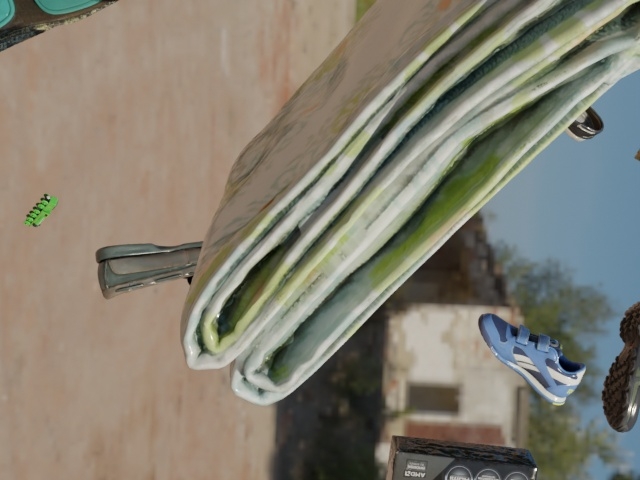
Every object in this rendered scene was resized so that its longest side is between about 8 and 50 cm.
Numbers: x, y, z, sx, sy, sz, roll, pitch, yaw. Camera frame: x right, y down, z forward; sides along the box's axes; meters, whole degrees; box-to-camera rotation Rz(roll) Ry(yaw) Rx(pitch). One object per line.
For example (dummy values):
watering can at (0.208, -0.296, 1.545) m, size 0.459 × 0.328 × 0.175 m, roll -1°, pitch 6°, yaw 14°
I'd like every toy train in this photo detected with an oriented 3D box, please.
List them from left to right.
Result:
toy train at (-0.391, -0.041, 1.929) m, size 0.083 × 0.023 × 0.017 m, roll -39°, pitch -148°, yaw 48°

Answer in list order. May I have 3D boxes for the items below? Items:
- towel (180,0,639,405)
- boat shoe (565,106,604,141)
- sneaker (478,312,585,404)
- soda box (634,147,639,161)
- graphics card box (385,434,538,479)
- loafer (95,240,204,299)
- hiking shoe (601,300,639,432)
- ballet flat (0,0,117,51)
towel at (0.055, -0.093, 0.824) m, size 0.320 × 0.090 × 0.374 m, roll -44°, pitch -168°, yaw 17°
boat shoe at (0.288, -0.166, 1.648) m, size 0.046 × 0.125 × 0.038 m, roll -55°, pitch -162°, yaw -25°
sneaker at (0.247, 0.127, 1.611) m, size 0.059 × 0.144 × 0.053 m, roll -47°, pitch -172°, yaw 29°
soda box at (0.368, -0.143, 1.292) m, size 0.181 × 0.061 × 0.058 m, roll -57°, pitch 172°, yaw -11°
graphics card box at (0.206, 0.508, 2.212) m, size 0.094 × 0.232 × 0.371 m, roll -95°, pitch -168°, yaw -81°
loafer at (-0.220, 0.049, 2.181) m, size 0.096 × 0.267 × 0.084 m, roll 134°, pitch -48°, yaw -74°
hiking shoe at (0.526, 0.209, 2.196) m, size 0.086 × 0.114 × 0.227 m, roll -36°, pitch -150°, yaw 64°
ballet flat at (-0.483, -0.409, 2.291) m, size 0.182 × 0.482 × 0.164 m, roll -47°, pitch 113°, yaw -81°
